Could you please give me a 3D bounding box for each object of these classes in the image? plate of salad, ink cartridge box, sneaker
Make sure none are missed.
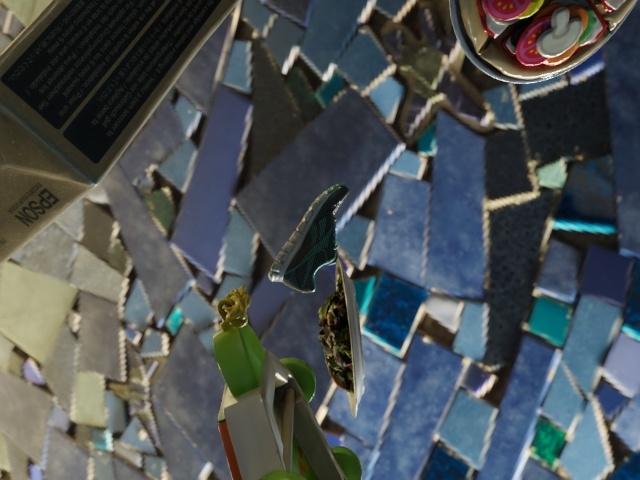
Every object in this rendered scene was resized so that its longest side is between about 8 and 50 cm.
[{"bbox_3d":[0.022,0.121,1.256,0.048,0.200,0.200,-5,121,-3],"label":"plate of salad"},{"bbox_3d":[-0.179,-0.084,0.661,0.088,0.234,0.193,42,51,-17],"label":"ink cartridge box"},{"bbox_3d":[0.000,0.000,1.393,0.167,0.076,0.065,-57,-179,2],"label":"sneaker"}]

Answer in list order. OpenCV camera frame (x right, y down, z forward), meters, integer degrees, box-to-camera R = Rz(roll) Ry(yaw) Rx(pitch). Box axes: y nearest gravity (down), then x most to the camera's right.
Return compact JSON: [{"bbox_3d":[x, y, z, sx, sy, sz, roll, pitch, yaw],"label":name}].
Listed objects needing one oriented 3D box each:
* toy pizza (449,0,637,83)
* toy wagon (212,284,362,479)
[{"bbox_3d":[0.187,-0.209,0.767,0.201,0.032,0.201,-17,129,-23],"label":"toy pizza"},{"bbox_3d":[-0.029,0.206,0.973,0.068,0.267,0.345,-25,105,7],"label":"toy wagon"}]
